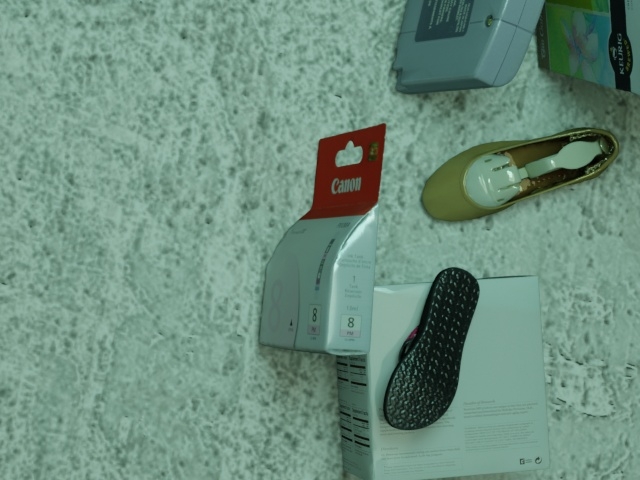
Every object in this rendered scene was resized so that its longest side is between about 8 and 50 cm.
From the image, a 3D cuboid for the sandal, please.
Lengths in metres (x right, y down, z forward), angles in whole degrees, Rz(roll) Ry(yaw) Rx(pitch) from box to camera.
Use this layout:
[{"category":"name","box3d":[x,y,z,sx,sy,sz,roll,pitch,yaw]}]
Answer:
[{"category":"sandal","box3d":[0.111,0.112,1.480,0.067,0.040,0.179,29,69,-15]}]

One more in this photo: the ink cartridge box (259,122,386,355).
[{"category":"ink cartridge box","box3d":[0.000,0.000,1.532,0.066,0.189,0.232,2,88,-22]}]

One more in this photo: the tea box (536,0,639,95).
[{"category":"tea box","box3d":[0.431,-0.289,1.557,0.329,0.323,0.220,-10,104,-14]}]

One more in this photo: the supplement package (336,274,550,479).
[{"category":"supplement package","box3d":[0.125,0.144,1.574,0.194,0.149,0.203,-3,88,-13]}]

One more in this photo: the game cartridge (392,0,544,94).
[{"category":"game cartridge","box3d":[0.175,-0.303,1.578,0.062,0.198,0.297,17,84,-34]}]

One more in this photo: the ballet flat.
[{"category":"ballet flat","box3d":[0.226,-0.082,1.645,0.232,0.073,0.080,-20,92,-12]}]
